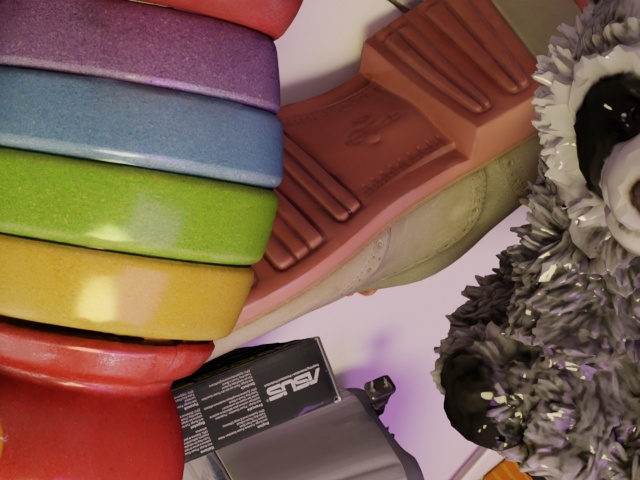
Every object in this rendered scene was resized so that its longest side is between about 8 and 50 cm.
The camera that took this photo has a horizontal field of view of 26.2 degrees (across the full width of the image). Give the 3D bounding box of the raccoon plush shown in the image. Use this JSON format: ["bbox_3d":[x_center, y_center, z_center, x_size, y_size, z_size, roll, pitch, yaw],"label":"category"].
[{"bbox_3d":[0.190,-0.053,0.771,0.216,0.446,0.299,10,111,1],"label":"raccoon plush"}]

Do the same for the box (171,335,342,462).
[{"bbox_3d":[-0.106,0.107,0.788,0.191,0.184,0.045,-20,93,-22],"label":"box"}]

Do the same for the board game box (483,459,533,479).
[{"bbox_3d":[0.287,0.392,1.154,0.356,0.356,0.356,-39,137,-2],"label":"board game box"}]

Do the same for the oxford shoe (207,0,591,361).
[{"bbox_3d":[0.000,0.000,0.794,0.397,0.140,0.146,-28,141,-11],"label":"oxford shoe"}]

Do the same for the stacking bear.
[{"bbox_3d":[-0.103,0.006,0.624,0.164,0.175,0.289,8,92,-56],"label":"stacking bear"}]

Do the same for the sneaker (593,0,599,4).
[{"bbox_3d":[0.314,-0.128,0.901,0.270,0.145,0.090,2,123,-37],"label":"sneaker"}]

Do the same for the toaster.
[{"bbox_3d":[-0.017,0.203,0.954,0.146,0.129,0.227,-14,133,-23],"label":"toaster"}]
